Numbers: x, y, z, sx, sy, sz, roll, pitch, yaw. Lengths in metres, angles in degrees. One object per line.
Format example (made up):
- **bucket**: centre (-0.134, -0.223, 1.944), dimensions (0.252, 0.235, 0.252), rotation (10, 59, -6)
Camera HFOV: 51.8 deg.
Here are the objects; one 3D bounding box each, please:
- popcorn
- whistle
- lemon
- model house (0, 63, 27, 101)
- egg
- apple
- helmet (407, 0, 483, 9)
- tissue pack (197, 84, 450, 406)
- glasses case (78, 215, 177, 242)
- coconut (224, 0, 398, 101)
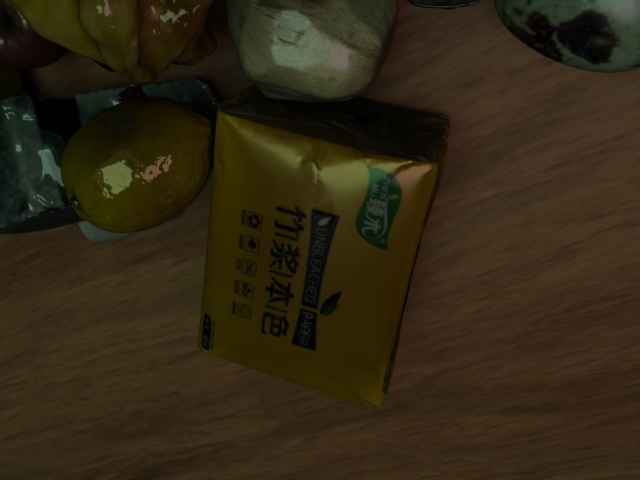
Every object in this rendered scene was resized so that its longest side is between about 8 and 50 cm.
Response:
- **popcorn**: centre (-0.243, -0.332, 0.819), dimensions (0.315, 0.297, 0.281), rotation (27, 104, 29)
- **whistle**: centre (-0.348, -0.131, 0.977), dimensions (0.404, 0.188, 0.168), rotation (-16, 89, 19)
- **lemon**: centre (-0.233, -0.098, 0.853), dimensions (0.207, 0.170, 0.170), rotation (-32, 105, -7)
- **model house**: centre (-0.609, -0.275, 1.041), dimensions (0.267, 0.173, 0.239), rotation (-14, 99, -11)
- **egg**: centre (0.314, -0.277, 0.741), dimensions (0.231, 0.169, 0.169), rotation (8, 116, 15)
- **apple**: centre (-0.438, -0.330, 0.969), dimensions (0.153, 0.120, 0.154), rotation (5, 118, 8)
- **helmet**: centre (0.142, -0.346, 0.760), dimensions (0.203, 0.137, 0.258), rotation (-17, 74, 6)
- **tissue pack**: centre (0.000, 0.000, 0.932), dimensions (0.293, 0.228, 0.382), rotation (16, 117, 11)
- **glasses case**: centre (-0.325, -0.047, 1.107), dimensions (0.193, 0.049, 0.074), rotation (-15, 107, 21)
- **coconut**: centre (-0.020, -0.273, 0.824), dimensions (0.224, 0.224, 0.224), rotation (7, 116, 14)
